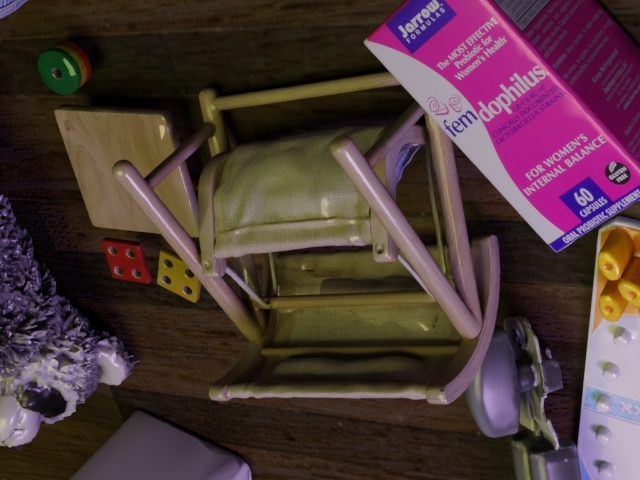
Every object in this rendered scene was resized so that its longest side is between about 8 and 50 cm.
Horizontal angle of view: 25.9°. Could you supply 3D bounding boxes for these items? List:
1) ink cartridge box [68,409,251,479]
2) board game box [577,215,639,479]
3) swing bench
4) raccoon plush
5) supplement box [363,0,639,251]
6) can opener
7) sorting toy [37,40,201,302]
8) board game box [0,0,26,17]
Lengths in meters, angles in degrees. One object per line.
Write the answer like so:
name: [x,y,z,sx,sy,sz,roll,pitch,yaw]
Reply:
ink cartridge box: [-0.250,0.425,1.528,0.166,0.395,0.285,24,133,20]
board game box: [0.399,0.193,1.157,0.390,0.050,0.390,16,130,24]
swing bench: [0.000,0.000,1.192,0.253,0.165,0.254,-3,120,36]
raccoon plush: [-0.314,0.002,1.451,0.216,0.299,0.446,25,103,36]
supplement box: [0.159,-0.119,1.036,0.220,0.114,0.111,47,136,-4]
can opener: [0.186,0.200,1.240,0.074,0.093,0.280,-143,38,-74]
sorting toy: [-0.173,-0.067,1.342,0.132,0.046,0.274,6,125,30]
board game box: [-0.220,-0.262,1.154,0.060,0.194,0.194,37,150,6]
